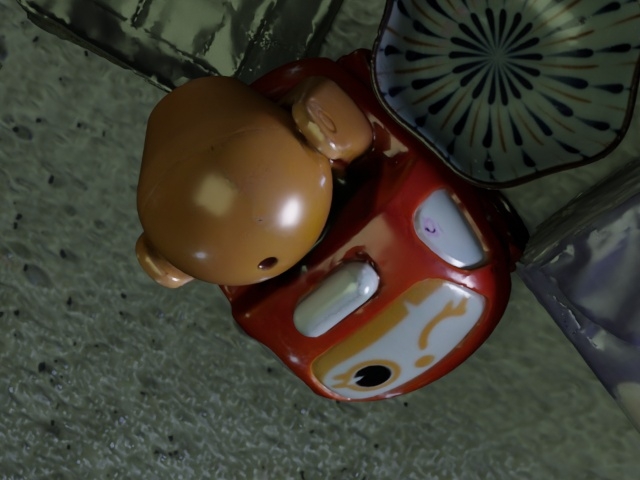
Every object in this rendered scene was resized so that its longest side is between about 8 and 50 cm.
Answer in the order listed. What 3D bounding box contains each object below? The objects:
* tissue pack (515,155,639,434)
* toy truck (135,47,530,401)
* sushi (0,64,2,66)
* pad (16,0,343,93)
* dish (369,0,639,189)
[{"bbox_3d":[0.325,0.077,0.814,0.242,0.125,0.344,-35,95,20],"label":"tissue pack"},{"bbox_3d":[0.000,0.000,0.826,0.189,0.239,0.265,-39,93,21],"label":"toy truck"},{"bbox_3d":[-0.392,-0.164,0.998,0.192,0.050,0.215,-35,92,22],"label":"sushi"},{"bbox_3d":[-0.099,-0.194,0.922,0.233,0.022,0.174,28,110,6],"label":"pad"},{"bbox_3d":[0.119,-0.124,0.833,0.190,0.066,0.191,0,88,-8],"label":"dish"}]
